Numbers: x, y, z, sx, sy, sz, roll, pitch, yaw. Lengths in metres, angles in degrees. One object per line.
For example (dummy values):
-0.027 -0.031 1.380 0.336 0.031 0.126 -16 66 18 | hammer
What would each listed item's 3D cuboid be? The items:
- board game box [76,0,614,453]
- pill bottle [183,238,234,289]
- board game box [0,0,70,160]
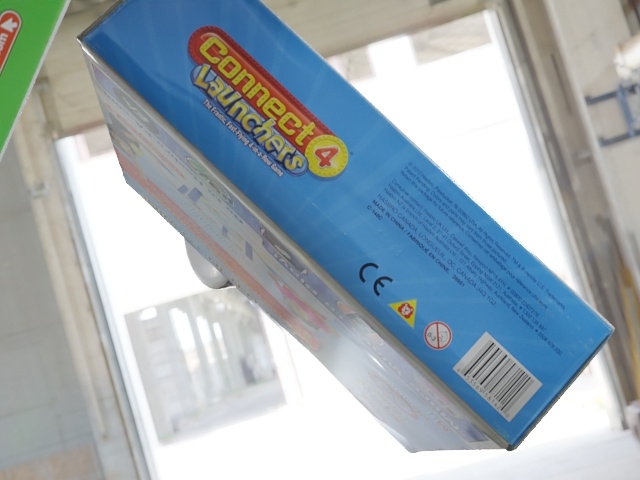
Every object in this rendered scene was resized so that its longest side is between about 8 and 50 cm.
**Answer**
0.000 0.000 0.728 0.086 0.308 0.302 -46 -3 -11 | board game box
-0.040 -0.015 1.455 0.246 0.130 0.130 -7 -10 -35 | pill bottle
-0.195 -0.038 0.455 0.064 0.242 0.316 25 -7 -28 | board game box
